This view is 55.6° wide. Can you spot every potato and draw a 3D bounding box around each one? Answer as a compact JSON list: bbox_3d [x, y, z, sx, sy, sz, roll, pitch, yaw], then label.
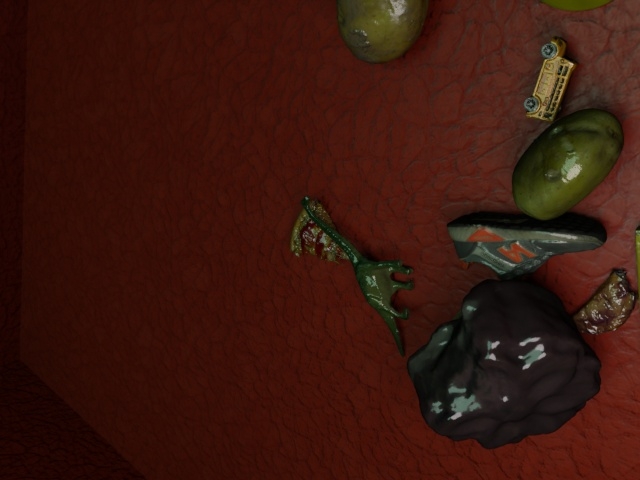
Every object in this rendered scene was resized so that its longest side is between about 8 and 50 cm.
[{"bbox_3d":[0.134,-0.529,1.350,0.229,0.229,0.265,17,117,33],"label":"potato"},{"bbox_3d":[0.479,-0.150,1.196,0.148,0.197,0.228,45,156,5],"label":"potato"}]

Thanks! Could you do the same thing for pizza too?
[{"bbox_3d":[0.000,0.000,1.682,0.199,0.062,0.188,35,123,23],"label":"pizza"}]

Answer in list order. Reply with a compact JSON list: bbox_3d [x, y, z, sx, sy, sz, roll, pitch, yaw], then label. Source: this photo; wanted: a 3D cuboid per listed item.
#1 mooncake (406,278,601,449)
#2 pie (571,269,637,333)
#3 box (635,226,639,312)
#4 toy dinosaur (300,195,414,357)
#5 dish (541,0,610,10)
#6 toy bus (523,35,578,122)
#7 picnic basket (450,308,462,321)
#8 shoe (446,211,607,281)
[{"bbox_3d":[0.393,0.276,1.286,0.212,0.351,0.381,-100,18,-50],"label":"mooncake"},{"bbox_3d":[0.603,0.140,1.278,0.092,0.034,0.169,41,123,26],"label":"pie"},{"bbox_3d":[0.708,0.108,1.184,0.153,0.041,0.278,-1,101,38],"label":"box"},{"bbox_3d":[0.094,0.101,1.607,0.301,0.087,0.446,3,108,30],"label":"toy dinosaur"},{"bbox_3d":[0.483,-0.568,1.127,0.221,0.108,0.262,35,121,24],"label":"dish"},{"bbox_3d":[0.470,-0.325,1.228,0.074,0.070,0.162,22,118,21],"label":"toy bus"},{"bbox_3d":[0.354,0.206,1.433,0.079,0.115,0.164,41,124,19],"label":"picnic basket"},{"bbox_3d":[0.440,0.032,1.320,0.337,0.132,0.170,3,109,39],"label":"shoe"}]
